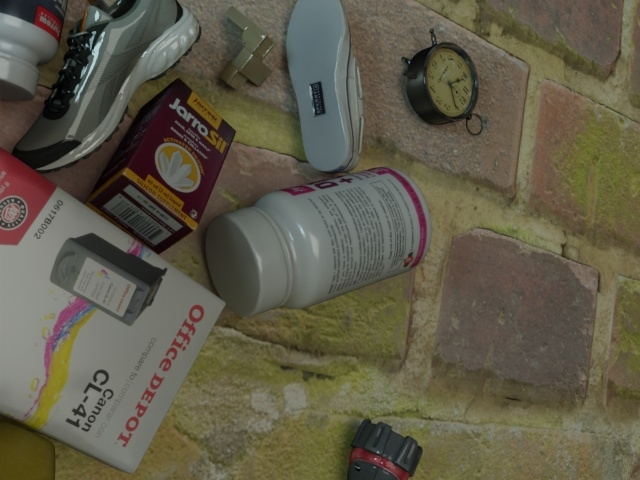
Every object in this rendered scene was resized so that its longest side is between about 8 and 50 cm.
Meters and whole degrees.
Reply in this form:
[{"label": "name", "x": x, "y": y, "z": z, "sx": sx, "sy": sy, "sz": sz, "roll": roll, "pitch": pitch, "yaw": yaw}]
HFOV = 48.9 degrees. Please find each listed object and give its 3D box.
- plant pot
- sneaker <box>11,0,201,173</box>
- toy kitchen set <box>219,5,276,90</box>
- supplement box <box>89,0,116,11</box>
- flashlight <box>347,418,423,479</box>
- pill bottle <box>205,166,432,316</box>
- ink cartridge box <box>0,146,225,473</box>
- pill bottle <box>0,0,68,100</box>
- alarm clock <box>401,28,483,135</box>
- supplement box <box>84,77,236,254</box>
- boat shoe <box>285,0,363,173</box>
[{"label": "plant pot", "x": -0.332, "y": 0.245, "z": 0.732, "sx": 0.134, "sy": 0.134, "sz": 0.095, "roll": 38, "pitch": 56, "yaw": -28}, {"label": "sneaker", "x": -0.258, "y": -0.189, "z": 0.793, "sx": 0.271, "sy": 0.100, "sz": 0.108, "roll": -54, "pitch": 135, "yaw": -14}, {"label": "toy kitchen set", "x": -0.110, "y": -0.259, "z": 0.976, "sx": 0.083, "sy": 0.075, "sz": 0.068, "roll": -49, "pitch": 161, "yaw": 8}, {"label": "supplement box", "x": -0.231, "y": -0.283, "z": 0.882, "sx": 0.098, "sy": 0.036, "sz": 0.062, "roll": 49, "pitch": 63, "yaw": -24}, {"label": "flashlight", "x": 0.043, "y": 0.412, "z": 1.001, "sx": 0.103, "sy": 0.103, "sz": 0.304, "roll": 41, "pitch": 65, "yaw": -28}, {"label": "pill bottle", "x": 0.000, "y": 0.000, "z": 0.956, "sx": 0.283, "sy": 0.160, "sz": 0.160, "roll": -17, "pitch": 97, "yaw": -35}, {"label": "ink cartridge box", "x": -0.291, "y": 0.080, "z": 0.764, "sx": 0.306, "sy": 0.131, "sz": 0.226, "roll": 38, "pitch": 67, "yaw": -27}, {"label": "pill bottle", "x": -0.334, "y": -0.250, "z": 0.763, "sx": 0.108, "sy": 0.108, "sz": 0.180, "roll": 13, "pitch": 81, "yaw": -34}, {"label": "alarm clock", "x": 0.213, "y": -0.246, "z": 1.179, "sx": 0.192, "sy": 0.064, "sz": 0.129, "roll": 43, "pitch": 64, "yaw": -23}, {"label": "supplement box", "x": -0.183, "y": -0.090, "z": 0.836, "sx": 0.104, "sy": 0.081, "sz": 0.188, "roll": 41, "pitch": 40, "yaw": -26}, {"label": "boat shoe", "x": 0.018, "y": -0.230, "z": 1.028, "sx": 0.088, "sy": 0.096, "sz": 0.267, "roll": -2, "pitch": 82, "yaw": -64}]
